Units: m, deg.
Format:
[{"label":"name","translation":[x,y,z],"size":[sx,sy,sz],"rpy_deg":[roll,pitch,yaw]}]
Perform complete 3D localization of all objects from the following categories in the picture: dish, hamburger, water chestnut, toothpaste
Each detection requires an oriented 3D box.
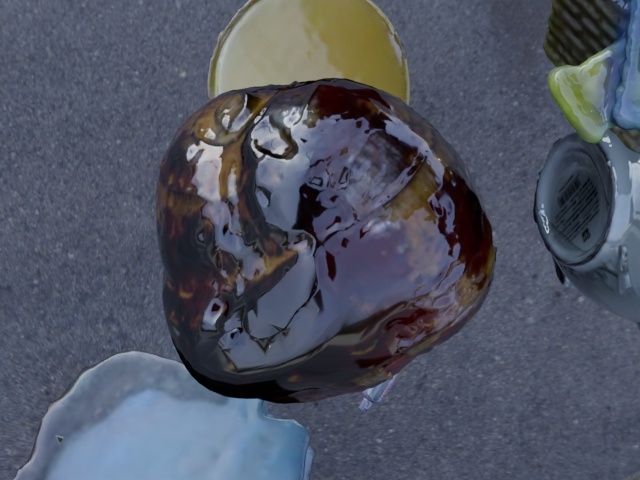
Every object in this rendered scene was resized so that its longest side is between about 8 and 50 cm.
[{"label":"dish","translation":[0.224,-0.027,0.546],"size":[0.078,0.246,0.224],"rpy_deg":[1,73,-13]},{"label":"hamburger","translation":[0.011,-0.180,0.922],"size":[0.302,0.186,0.261],"rpy_deg":[44,99,9]},{"label":"water chestnut","translation":[0.000,0.000,0.569],"size":[0.244,0.289,0.289],"rpy_deg":[-10,72,-59]},{"label":"toothpaste","translation":[0.094,0.127,0.799],"size":[0.045,0.028,0.170],"rpy_deg":[29,94,-37]}]

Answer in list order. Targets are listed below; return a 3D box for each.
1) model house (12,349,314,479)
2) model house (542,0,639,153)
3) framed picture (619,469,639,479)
[{"label":"model house","translation":[-0.162,0.359,0.811],"size":[0.297,0.339,0.360],"rpy_deg":[6,62,8]},{"label":"model house","translation":[0.200,-0.140,0.351],"size":[0.195,0.189,0.214],"rpy_deg":[47,31,-2]},{"label":"framed picture","translation":[0.272,0.330,0.592],"size":[0.315,0.024,0.232],"rpy_deg":[-20,90,-12]}]
